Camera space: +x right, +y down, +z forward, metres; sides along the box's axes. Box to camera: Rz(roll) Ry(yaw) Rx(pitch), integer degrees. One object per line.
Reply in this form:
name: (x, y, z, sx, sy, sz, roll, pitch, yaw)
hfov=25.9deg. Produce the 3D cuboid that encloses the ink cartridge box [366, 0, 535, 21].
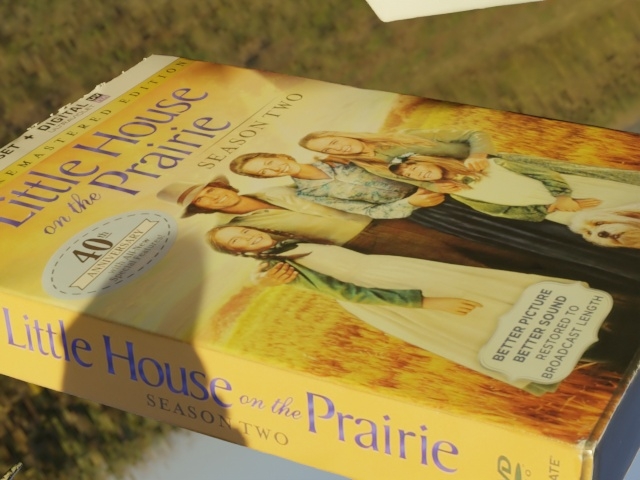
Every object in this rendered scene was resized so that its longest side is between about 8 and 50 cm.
ink cartridge box: (-0.022, -0.229, 0.747, 0.238, 0.275, 0.060, -1, -127, 42)

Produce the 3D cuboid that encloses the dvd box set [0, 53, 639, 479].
dvd box set: (0.000, 0.000, 0.784, 0.420, 0.062, 0.307, 13, -147, 26)

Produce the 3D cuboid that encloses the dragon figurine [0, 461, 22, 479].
dragon figurine: (-0.342, 0.138, 0.920, 0.144, 0.289, 0.085, 120, -20, -53)
